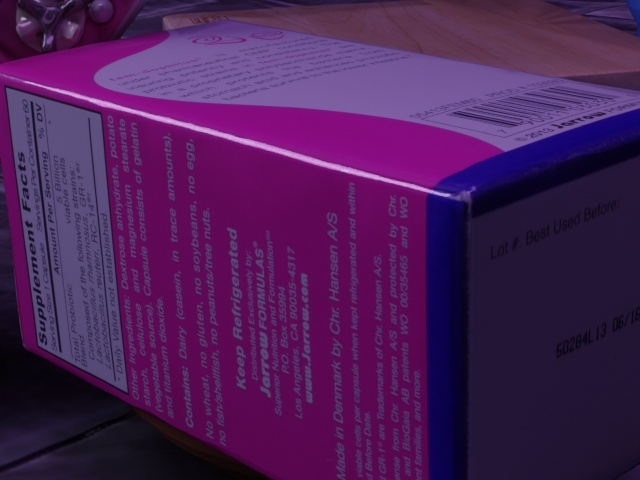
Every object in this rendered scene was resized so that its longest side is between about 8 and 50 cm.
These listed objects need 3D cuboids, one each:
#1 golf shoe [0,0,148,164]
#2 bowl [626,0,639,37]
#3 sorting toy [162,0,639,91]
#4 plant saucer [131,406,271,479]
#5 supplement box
[{"bbox_3d":[-0.176,-0.057,0.559,0.306,0.115,0.140,-39,-1,8],"label":"golf shoe"},{"bbox_3d":[0.413,-0.154,0.964,0.391,0.077,0.391,2,14,-1],"label":"bowl"},{"bbox_3d":[0.051,-0.078,0.806,0.255,0.089,0.257,-6,19,-13],"label":"sorting toy"},{"bbox_3d":[0.021,0.048,0.527,0.200,0.037,0.200,-2,20,1],"label":"plant saucer"},{"bbox_3d":[0.000,0.000,0.439,0.111,0.114,0.220,-19,27,-39],"label":"supplement box"}]
